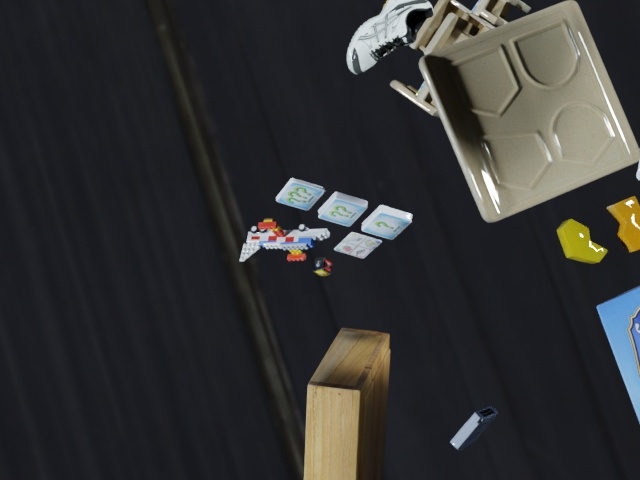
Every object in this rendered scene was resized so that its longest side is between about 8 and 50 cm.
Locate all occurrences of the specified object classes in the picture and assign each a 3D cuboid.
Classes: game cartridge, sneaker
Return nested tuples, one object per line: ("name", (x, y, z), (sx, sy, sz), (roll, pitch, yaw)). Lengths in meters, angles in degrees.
("game cartridge", (0.182, 0.225, 1.749), (0.056, 0.017, 0.083), (-55, 162, 11))
("sneaker", (0.055, -0.163, 1.161), (0.083, 0.037, 0.032), (-51, 144, 5))

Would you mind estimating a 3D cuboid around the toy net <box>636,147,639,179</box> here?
("toy net", (0.504, -0.047, 1.955), (0.122, 0.232, 0.045), (-25, -163, 3))

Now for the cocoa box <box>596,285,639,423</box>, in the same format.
("cocoa box", (0.503, 0.155, 1.680), (0.228, 0.231, 0.347), (-26, 158, 23))

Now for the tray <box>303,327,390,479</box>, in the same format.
("tray", (0.033, 0.343, 1.903), (0.076, 0.411, 0.203), (7, -162, 11))

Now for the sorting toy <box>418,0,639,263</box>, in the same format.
("sorting toy", (0.266, -0.109, 1.732), (0.229, 0.307, 0.041), (-22, 179, -17))

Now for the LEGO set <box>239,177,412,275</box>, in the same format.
("LEGO set", (0.000, 0.000, 2.082), (0.182, 0.060, 0.244), (17, 155, -15))

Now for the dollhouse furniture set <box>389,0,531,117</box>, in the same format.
("dollhouse furniture set", (0.204, -0.317, 2.291), (0.212, 0.161, 0.242), (-57, 162, 12))
